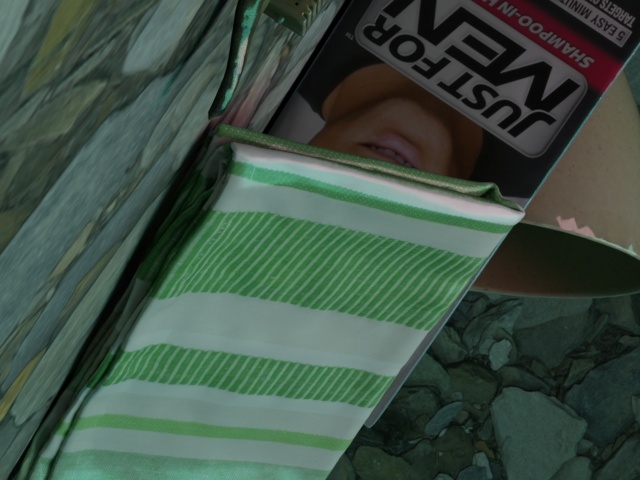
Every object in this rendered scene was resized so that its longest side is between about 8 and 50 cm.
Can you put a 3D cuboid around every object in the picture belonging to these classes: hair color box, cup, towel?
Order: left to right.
[{"bbox_3d":[-0.036,0.073,1.022,0.325,0.248,0.038,-57,-139,30],"label":"towel"},{"bbox_3d":[0.069,-0.070,1.133,0.374,0.185,0.113,-57,178,17],"label":"hair color box"},{"bbox_3d":[0.153,-0.097,1.380,0.331,0.331,0.237,107,-6,-79],"label":"cup"}]

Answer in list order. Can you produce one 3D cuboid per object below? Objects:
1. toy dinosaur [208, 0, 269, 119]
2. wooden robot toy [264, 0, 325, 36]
[{"bbox_3d":[0.026,-0.170,0.679,0.118,0.064,0.268,-32,161,-43],"label":"toy dinosaur"},{"bbox_3d":[0.045,-0.168,0.781,0.173,0.079,0.076,-55,177,-24],"label":"wooden robot toy"}]
